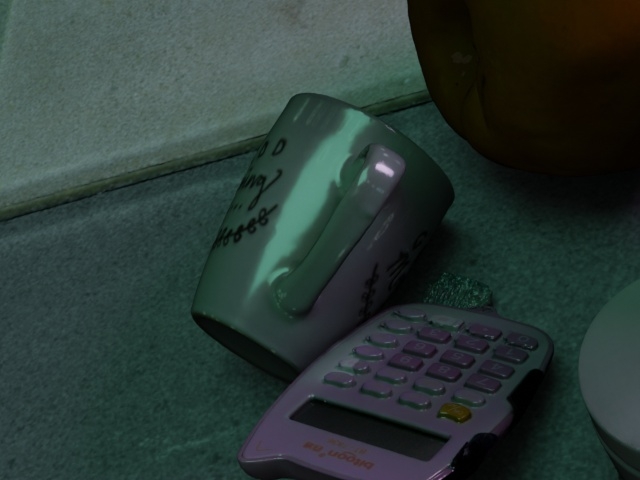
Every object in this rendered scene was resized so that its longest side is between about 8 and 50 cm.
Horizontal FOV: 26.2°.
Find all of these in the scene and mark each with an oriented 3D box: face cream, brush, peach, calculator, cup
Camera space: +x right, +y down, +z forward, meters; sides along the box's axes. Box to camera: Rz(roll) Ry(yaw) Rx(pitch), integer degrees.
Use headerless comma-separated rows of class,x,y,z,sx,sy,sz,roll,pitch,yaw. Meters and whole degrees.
face cream,0.302,0.129,1.061,0.177,0.153,0.177,-15,47,16
brush,0.092,0.114,1.271,0.070,0.021,0.196,15,62,37
peach,0.252,-0.227,1.265,0.301,0.343,0.343,-17,44,-16
calculator,0.075,0.134,1.162,0.194,0.043,0.294,11,34,34
cup,0.000,0.000,1.264,0.186,0.258,0.234,33,74,-5
